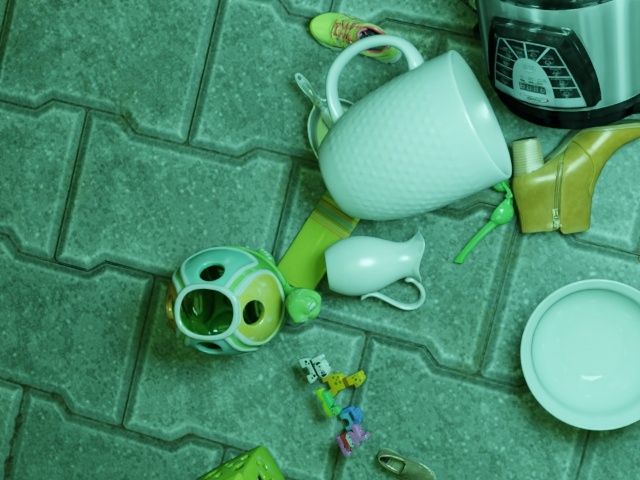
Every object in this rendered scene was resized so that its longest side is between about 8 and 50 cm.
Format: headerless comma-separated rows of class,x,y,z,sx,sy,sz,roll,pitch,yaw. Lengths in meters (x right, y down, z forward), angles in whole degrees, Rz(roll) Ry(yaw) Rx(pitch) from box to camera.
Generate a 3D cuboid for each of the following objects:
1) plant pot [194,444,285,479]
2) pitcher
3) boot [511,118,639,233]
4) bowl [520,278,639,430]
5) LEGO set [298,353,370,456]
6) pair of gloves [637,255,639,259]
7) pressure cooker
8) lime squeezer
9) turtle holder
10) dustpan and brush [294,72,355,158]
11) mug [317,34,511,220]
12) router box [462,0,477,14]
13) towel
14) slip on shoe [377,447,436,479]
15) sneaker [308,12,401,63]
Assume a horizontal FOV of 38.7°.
plant pot,-0.185,0.603,1.948,0.227,0.207,0.228,-31,85,10
pitcher,0.118,0.073,1.933,0.207,0.125,0.177,-7,105,-1
boot,0.540,-0.126,1.865,0.295,0.104,0.211,-11,100,6
bowl,0.551,0.222,1.842,0.298,0.134,0.297,0,92,10
LEGO set,0.056,0.332,1.955,0.093,0.087,0.227,-28,86,25
pair of gloves,0.705,0.031,1.872,0.074,0.010,0.083,42,97,7
pressure cooker,0.483,-0.414,1.700,0.376,0.420,0.369,-16,50,6
lime squeezer,0.359,-0.100,1.920,0.110,0.059,0.310,9,94,42
turtle holder,-0.176,0.147,1.918,0.320,0.227,0.243,28,99,8
dustpan and brush,0.013,-0.272,1.963,0.147,0.060,0.211,-36,85,9
mug,0.154,-0.228,1.826,0.328,0.276,0.374,-24,96,22
router box,0.324,-0.570,1.908,0.179,0.046,0.133,43,98,6
towel,0.000,0.000,1.996,0.102,0.021,0.237,35,98,13
slip on shoe,0.184,0.490,1.961,0.135,0.041,0.051,30,96,8
sneaker,0.072,-0.438,1.933,0.209,0.094,0.081,17,96,11
